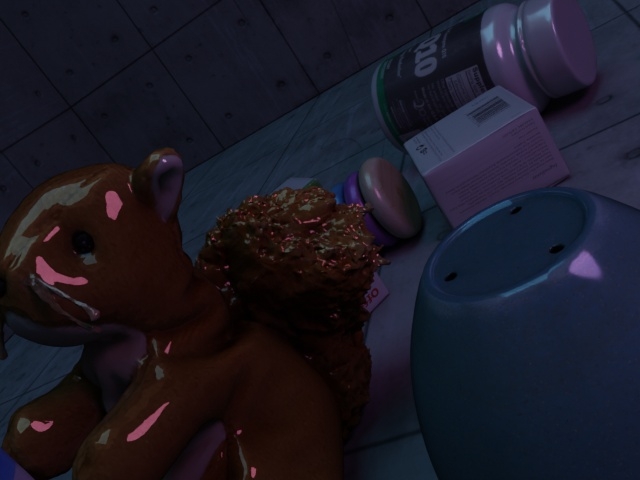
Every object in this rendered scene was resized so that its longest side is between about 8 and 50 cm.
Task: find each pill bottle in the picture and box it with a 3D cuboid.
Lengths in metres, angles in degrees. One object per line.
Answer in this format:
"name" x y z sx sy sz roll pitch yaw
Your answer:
"pill bottle" 0.287 -0.297 1.174 0.361 0.204 0.204 -16 27 42

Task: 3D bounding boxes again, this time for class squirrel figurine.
"squirrel figurine" -0.116 0.085 0.636 0.281 0.370 0.397 -13 15 47

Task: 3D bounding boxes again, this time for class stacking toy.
"stacking toy" 0.000 0.000 1.087 0.330 0.141 0.141 -31 19 28

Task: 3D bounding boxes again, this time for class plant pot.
"plant pot" 0.185 0.075 0.499 0.290 0.195 0.290 -30 20 12

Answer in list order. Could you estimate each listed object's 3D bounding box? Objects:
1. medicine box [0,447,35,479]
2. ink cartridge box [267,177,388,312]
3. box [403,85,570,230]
"medicine box" -0.258 0.339 0.453 0.149 0.289 0.263 -18 26 39
"ink cartridge box" -0.023 0.041 0.889 0.153 0.208 0.087 -44 25 -21
"box" 0.240 -0.123 0.973 0.182 0.119 0.181 -32 20 11
